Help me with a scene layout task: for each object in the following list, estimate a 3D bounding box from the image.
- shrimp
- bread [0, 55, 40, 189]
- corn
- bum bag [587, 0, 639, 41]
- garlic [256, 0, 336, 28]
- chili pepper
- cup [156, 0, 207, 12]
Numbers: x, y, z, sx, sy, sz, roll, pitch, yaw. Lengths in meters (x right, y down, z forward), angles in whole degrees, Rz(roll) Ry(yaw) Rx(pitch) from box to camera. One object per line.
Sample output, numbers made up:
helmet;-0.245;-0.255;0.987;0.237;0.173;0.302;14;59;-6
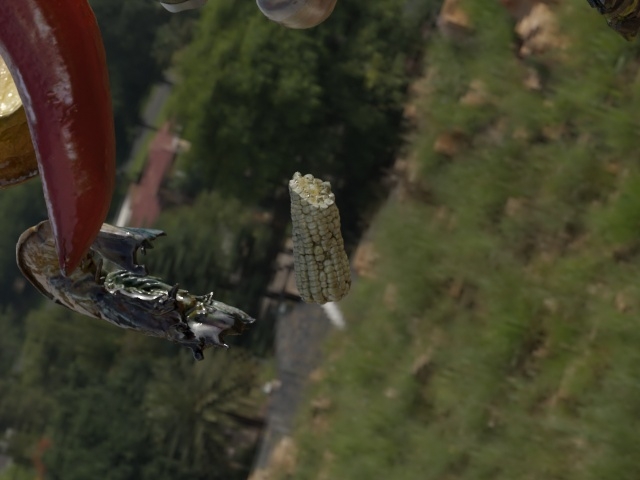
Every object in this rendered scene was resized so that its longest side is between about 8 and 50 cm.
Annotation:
shrimp;-0.219;0.037;1.607;0.075;0.289;0.178;-57;-27;-31
bread;-0.469;-0.159;1.867;0.142;0.270;0.195;81;-162;-44
corn;0.000;0.000;2.142;0.087;0.087;0.211;-100;5;-61
bum bag;0.311;-0.278;1.508;0.232;0.060;0.106;14;-110;-64
garlic;-0.057;-0.446;2.474;0.148;0.128;0.266;-44;39;-18
chili pepper;-0.238;-0.160;1.027;0.137;0.368;0.092;-37;8;-15
cup;-0.233;-0.435;2.121;0.173;0.300;0.167;49;-141;-53
